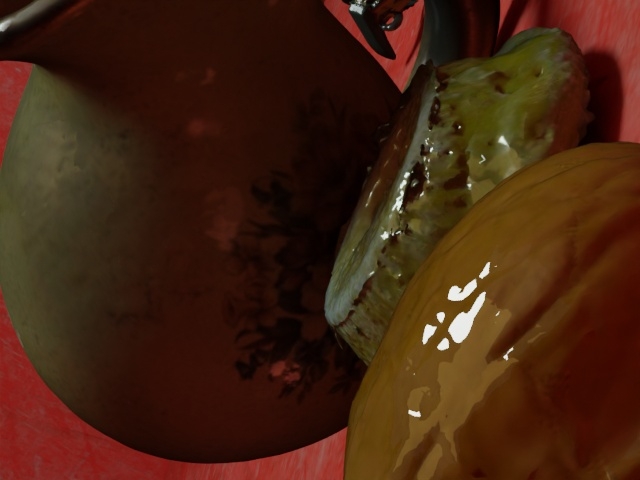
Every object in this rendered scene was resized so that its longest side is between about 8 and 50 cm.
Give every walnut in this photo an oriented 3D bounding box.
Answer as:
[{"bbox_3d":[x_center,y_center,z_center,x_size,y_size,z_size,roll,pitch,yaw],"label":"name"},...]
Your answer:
[{"bbox_3d":[0.054,0.056,0.523,0.167,0.087,0.211,-81,9,-75],"label":"walnut"}]

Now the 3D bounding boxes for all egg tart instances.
[{"bbox_3d":[0.058,-0.013,0.726,0.197,0.078,0.197,-161,90,-82],"label":"egg tart"}]

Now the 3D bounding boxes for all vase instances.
[{"bbox_3d":[-0.030,-0.071,0.879,0.329,0.241,0.302,-33,-50,-27],"label":"vase"}]

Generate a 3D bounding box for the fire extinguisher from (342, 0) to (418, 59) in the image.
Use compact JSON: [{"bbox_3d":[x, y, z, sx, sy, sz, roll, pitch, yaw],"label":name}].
[{"bbox_3d":[0.077,-0.296,1.285,0.114,0.095,0.311,7,-77,-58],"label":"fire extinguisher"}]
